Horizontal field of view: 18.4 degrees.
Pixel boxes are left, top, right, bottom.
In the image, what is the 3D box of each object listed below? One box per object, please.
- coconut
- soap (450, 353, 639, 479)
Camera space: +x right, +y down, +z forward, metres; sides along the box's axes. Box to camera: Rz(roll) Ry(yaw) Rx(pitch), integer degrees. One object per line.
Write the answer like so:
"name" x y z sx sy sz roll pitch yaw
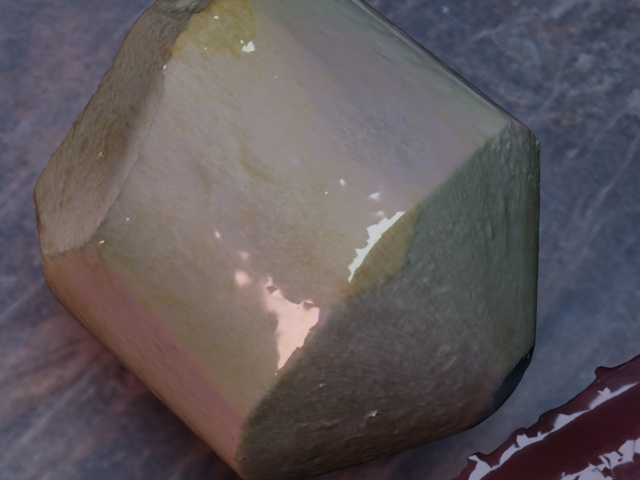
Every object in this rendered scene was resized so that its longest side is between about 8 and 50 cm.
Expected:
"coconut" 0.000 0.000 0.986 0.244 0.239 0.239 42 62 17
"soap" 0.166 0.132 0.972 0.289 0.182 0.112 -29 68 -18
